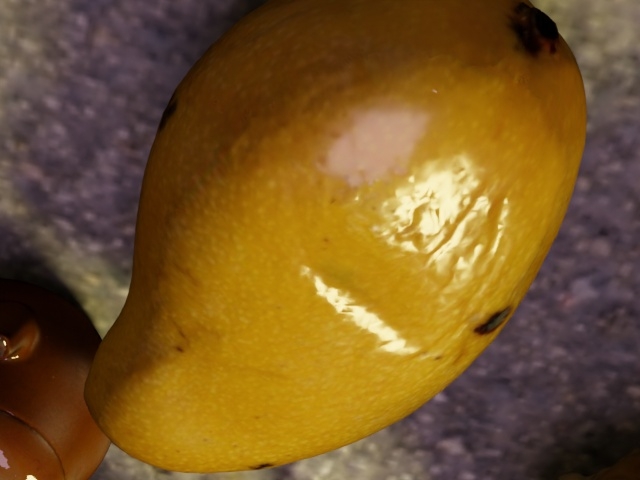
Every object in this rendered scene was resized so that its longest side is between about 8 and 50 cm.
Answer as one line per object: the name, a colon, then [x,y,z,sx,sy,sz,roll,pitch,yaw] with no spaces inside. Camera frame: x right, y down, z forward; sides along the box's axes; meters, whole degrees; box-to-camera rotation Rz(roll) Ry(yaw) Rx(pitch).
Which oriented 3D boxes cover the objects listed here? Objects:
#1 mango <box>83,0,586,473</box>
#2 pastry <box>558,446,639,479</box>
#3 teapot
mango: [0.000,-0.004,0.645,0.157,0.109,0.262,22,133,-23]
pastry: [0.163,0.222,0.696,0.256,0.170,0.237,9,104,46]
teapot: [-0.147,0.086,0.730,0.116,0.116,0.173,16,129,-6]
